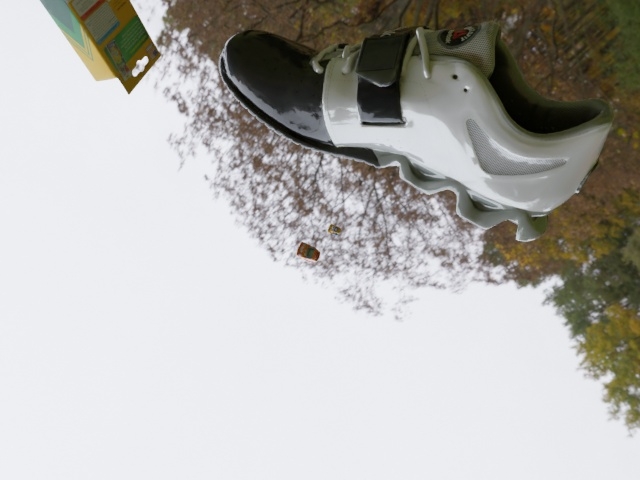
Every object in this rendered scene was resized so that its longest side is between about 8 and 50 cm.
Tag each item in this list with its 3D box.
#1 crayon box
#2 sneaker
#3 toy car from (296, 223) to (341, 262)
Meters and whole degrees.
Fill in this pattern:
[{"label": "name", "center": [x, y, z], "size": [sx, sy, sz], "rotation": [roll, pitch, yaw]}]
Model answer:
[{"label": "crayon box", "center": [-0.572, -0.569, 1.315], "size": [0.322, 0.083, 0.203], "rotation": [65, -147, -44]}, {"label": "sneaker", "center": [0.076, -0.133, 0.423], "size": [0.331, 0.146, 0.122], "rotation": [23, -131, 2]}, {"label": "toy car", "center": [0.000, 0.000, 1.101], "size": [0.122, 0.041, 0.060], "rotation": [-54, -45, -21]}]
